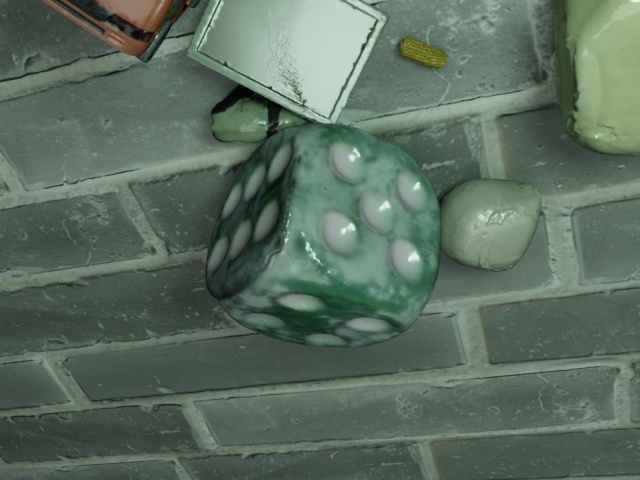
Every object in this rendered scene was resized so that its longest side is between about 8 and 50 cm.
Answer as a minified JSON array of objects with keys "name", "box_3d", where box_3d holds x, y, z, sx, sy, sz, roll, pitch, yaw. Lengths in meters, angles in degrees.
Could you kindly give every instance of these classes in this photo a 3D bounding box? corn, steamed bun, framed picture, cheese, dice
[{"name":"corn","box_3d":[0.186,-0.339,1.224,0.092,0.037,0.037,20,128,-5]},{"name":"steamed bun","box_3d":[0.524,-0.313,1.064,0.312,0.233,0.334,-1,136,8]},{"name":"framed picture","box_3d":[-0.057,-0.363,1.198,0.296,0.019,0.232,27,97,-11]},{"name":"cheese","box_3d":[0.327,-0.036,1.360,0.189,0.154,0.198,1,126,-14]},{"name":"dice","box_3d":[0.000,0.000,1.272,0.348,0.330,0.328,20,151,-27]}]

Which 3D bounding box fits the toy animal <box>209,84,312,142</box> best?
[{"name":"toy animal","box_3d":[-0.107,-0.241,1.298,0.225,0.121,0.094,0,127,8]}]

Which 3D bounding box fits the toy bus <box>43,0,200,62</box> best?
[{"name":"toy bus","box_3d":[-0.240,-0.444,0.970,0.203,0.427,0.233,32,123,-15]}]
